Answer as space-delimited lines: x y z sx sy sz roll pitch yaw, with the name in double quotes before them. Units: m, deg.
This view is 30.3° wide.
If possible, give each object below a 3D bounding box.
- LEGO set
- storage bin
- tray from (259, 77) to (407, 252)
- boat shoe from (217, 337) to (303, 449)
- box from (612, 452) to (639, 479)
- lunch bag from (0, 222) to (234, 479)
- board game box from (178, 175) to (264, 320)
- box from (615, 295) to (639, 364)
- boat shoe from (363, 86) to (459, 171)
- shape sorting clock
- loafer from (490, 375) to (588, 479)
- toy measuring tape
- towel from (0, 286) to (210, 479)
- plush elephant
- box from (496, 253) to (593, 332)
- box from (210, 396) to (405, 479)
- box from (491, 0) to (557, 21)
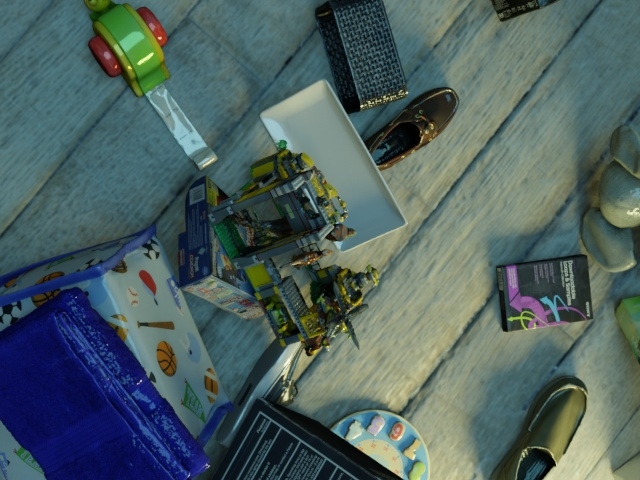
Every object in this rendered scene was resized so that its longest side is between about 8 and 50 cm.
"LEGO set" 0.000 0.000 1.803 0.192 0.255 0.331 -19 96 32
"storage bin" 0.065 -0.301 1.888 0.084 0.122 0.180 -17 97 -11
"tray" 0.024 -0.120 1.906 0.145 0.030 0.270 -24 101 33
"boat shoe" -0.078 0.248 1.908 0.076 0.080 0.228 32 87 -19
"box" 0.707 0.501 2.057 0.215 0.168 0.345 -33 100 -9
"lunch bag" -0.371 0.190 1.746 0.385 0.239 0.328 -19 100 21
"board game box" -0.143 0.032 1.831 0.060 0.194 0.194 -22 140 19
"box" 0.669 0.220 1.994 0.232 0.058 0.322 -10 53 -13
"boat shoe" 0.151 -0.180 1.941 0.207 0.073 0.073 -40 100 -10
"shape sorting clock" 0.086 0.386 1.971 0.206 0.040 0.206 -1 93 -13
"loafer" 0.388 0.348 2.015 0.094 0.087 0.251 32 86 -13
"toy measuring tape" -0.260 -0.252 1.820 0.121 0.121 0.330 -35 100 -9
"towel" -0.320 0.235 1.574 0.228 0.076 0.308 -32 99 21
"plush elephant" 0.581 -0.061 1.978 0.255 0.272 0.330 41 44 23
"box" 0.387 0.090 2.032 0.162 0.029 0.116 -8 95 -14
"box" -0.025 0.443 1.797 0.183 0.294 0.296 32 87 -49
"box" 0.327 -0.445 1.913 0.077 0.180 0.147 -26 98 -9
